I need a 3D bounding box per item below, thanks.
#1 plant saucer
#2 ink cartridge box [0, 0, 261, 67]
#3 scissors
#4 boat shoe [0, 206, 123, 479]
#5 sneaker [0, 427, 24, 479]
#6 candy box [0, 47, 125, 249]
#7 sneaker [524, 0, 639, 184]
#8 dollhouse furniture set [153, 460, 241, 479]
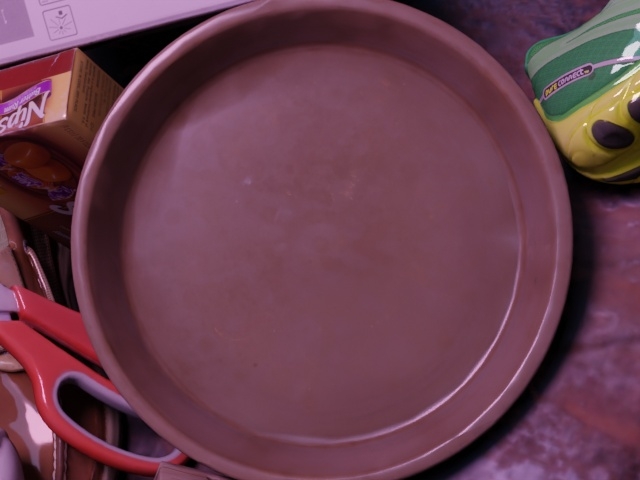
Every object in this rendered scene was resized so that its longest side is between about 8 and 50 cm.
[{"bbox_3d":[0.000,0.000,0.660,0.278,0.041,0.278,0,86,4],"label":"plant saucer"},{"bbox_3d":[-0.098,-0.177,0.792,0.296,0.261,0.066,-12,101,9],"label":"ink cartridge box"},{"bbox_3d":[-0.198,0.043,0.698,0.021,0.297,0.109,-40,27,53],"label":"scissors"},{"bbox_3d":[-0.221,0.058,0.772,0.122,0.120,0.324,-29,52,12],"label":"boat shoe"},{"bbox_3d":[-0.206,0.252,0.622,0.114,0.152,0.305,-16,52,40],"label":"sneaker"},{"bbox_3d":[-0.146,-0.044,0.748,0.109,0.186,0.053,-10,61,23],"label":"candy box"},{"bbox_3d":[0.237,-0.159,0.653,0.295,0.109,0.123,-37,55,6],"label":"sneaker"},{"bbox_3d":[-0.026,0.315,0.543,0.286,0.198,0.303,-123,52,-76],"label":"dollhouse furniture set"}]
